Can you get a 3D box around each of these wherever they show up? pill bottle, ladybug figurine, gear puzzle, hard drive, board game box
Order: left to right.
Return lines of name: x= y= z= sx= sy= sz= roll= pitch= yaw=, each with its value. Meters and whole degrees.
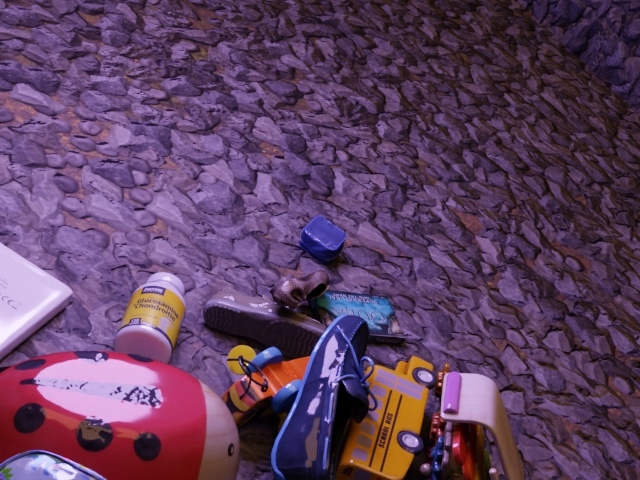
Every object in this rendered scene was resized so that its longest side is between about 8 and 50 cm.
hard drive: x=-0.608 y=0.118 z=1.737 sx=0.233 sy=0.047 sz=0.353 roll=32 pitch=34 yaw=7
ladybug figurine: x=-0.324 y=0.284 z=1.600 sx=0.449 sy=0.162 sz=0.305 roll=8 pitch=38 yaw=-25
pill bottle: x=-0.296 y=0.139 z=1.864 sx=0.103 sy=0.103 sz=0.184 roll=21 pitch=34 yaw=-8
board game box: x=0.073 y=0.156 z=2.154 sx=0.186 sy=0.026 sz=0.126 roll=7 pitch=38 yaw=-27
gear puzzle: x=0.209 y=0.331 z=1.887 sx=0.044 sy=0.176 sz=0.339 roll=9 pitch=34 yaw=5

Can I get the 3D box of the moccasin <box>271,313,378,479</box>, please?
moccasin: x=0.033 y=0.276 z=1.762 sx=0.116 sy=0.138 sz=0.342 roll=3 pitch=52 yaw=26

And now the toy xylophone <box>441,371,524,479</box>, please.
toy xylophone: x=0.279 y=0.380 z=1.760 sx=0.081 sy=0.323 sz=0.236 roll=-11 pitch=22 yaw=18

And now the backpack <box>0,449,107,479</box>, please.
backpack: x=-0.385 y=0.438 z=1.310 sx=0.290 sy=0.273 sz=0.355 roll=25 pitch=23 yaw=7

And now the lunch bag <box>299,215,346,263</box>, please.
lunch bag: x=0.000 y=0.000 z=2.282 sx=0.098 sy=0.065 sz=0.067 roll=37 pitch=51 yaw=13

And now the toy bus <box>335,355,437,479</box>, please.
toy bus: x=0.115 y=0.334 z=1.872 sx=0.130 sy=0.108 sz=0.333 roll=21 pitch=34 yaw=1

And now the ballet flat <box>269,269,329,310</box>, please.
ballet flat: x=-0.031 y=0.100 z=2.021 sx=0.058 sy=0.084 sz=0.250 roll=50 pitch=11 yaw=11

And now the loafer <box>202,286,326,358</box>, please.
loafer: x=-0.095 y=0.145 z=1.997 sx=0.251 sy=0.094 sz=0.087 roll=21 pitch=38 yaw=-8

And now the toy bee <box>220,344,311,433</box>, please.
toy bee: x=-0.116 y=0.259 z=1.808 sx=0.298 sy=0.162 sz=0.195 roll=31 pitch=20 yaw=-46
